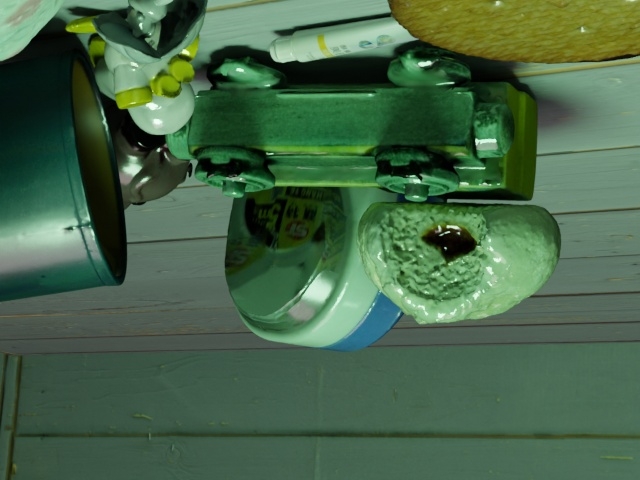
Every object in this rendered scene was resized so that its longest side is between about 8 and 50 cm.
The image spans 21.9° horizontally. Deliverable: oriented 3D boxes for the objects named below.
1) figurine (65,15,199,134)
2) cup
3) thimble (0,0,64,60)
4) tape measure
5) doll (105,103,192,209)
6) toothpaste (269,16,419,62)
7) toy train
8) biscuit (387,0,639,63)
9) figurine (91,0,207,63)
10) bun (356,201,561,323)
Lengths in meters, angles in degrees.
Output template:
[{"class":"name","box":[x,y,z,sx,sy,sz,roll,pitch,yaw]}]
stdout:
[{"class":"figurine","box":[-0.182,-0.169,1.648,0.129,0.109,0.178,33,167,7]},{"class":"cup","box":[-0.366,-0.074,1.679,0.292,0.308,0.242,-11,150,1]},{"class":"thimble","box":[-0.279,-0.229,1.169,0.211,0.185,0.149,39,165,2]},{"class":"tape measure","box":[0.000,-0.002,1.937,0.138,0.262,0.259,21,168,-36]},{"class":"doll","box":[-0.241,-0.094,1.921,0.182,0.117,0.257,13,165,-31]},{"class":"toothpaste","box":[0.038,-0.194,1.570,0.190,0.031,0.048,-6,162,29]},{"class":"toy train","box":[0.030,-0.109,1.724,0.369,0.150,0.237,2,174,19]},{"class":"biscuit","box":[0.204,-0.211,1.405,0.305,0.038,0.305,2,168,0]},{"class":"figurine","box":[-0.149,-0.204,1.484,0.082,0.086,0.094,30,-163,-34]},{"class":"bun","box":[0.141,0.022,1.719,0.204,0.126,0.212,-4,-175,-39]}]
